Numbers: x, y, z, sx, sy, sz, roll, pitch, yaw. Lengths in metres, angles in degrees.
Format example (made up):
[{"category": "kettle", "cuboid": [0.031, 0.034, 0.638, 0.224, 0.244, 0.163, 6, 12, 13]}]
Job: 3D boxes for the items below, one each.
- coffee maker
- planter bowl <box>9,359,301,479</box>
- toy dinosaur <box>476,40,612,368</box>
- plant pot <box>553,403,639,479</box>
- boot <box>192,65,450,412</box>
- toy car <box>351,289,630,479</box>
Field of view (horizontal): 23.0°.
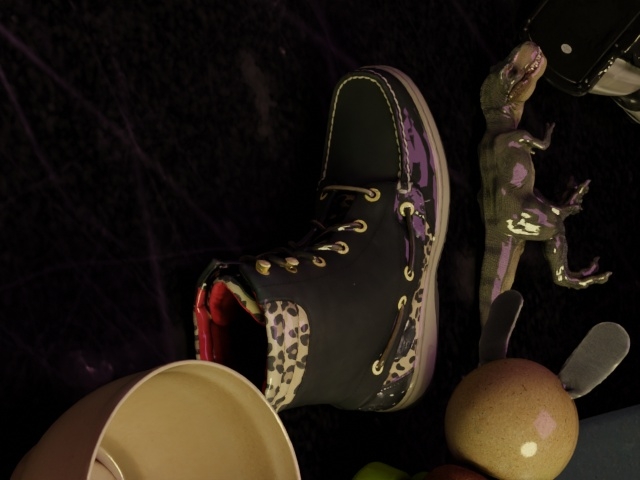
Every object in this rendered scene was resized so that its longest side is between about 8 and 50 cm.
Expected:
[{"category": "coffee maker", "cuboid": [0.285, -0.179, 1.330, 0.178, 0.171, 0.120, 12, 57, -50]}, {"category": "planter bowl", "cuboid": [-0.101, 0.150, 0.846, 0.162, 0.109, 0.162, 14, 71, -48]}, {"category": "toy dinosaur", "cuboid": [0.167, -0.016, 1.242, 0.118, 0.064, 0.268, 15, 71, -33]}, {"category": "plant pot", "cuboid": [0.325, 0.254, 1.165, 0.248, 0.252, 0.247, 52, 22, -31]}, {"category": "boot", "cuboid": [0.001, 0.001, 1.011, 0.178, 0.085, 0.236, -2, 91, -52]}, {"category": "toy car", "cuboid": [0.129, 0.132, 1.038, 0.149, 0.155, 0.188, 23, 85, -58]}]
